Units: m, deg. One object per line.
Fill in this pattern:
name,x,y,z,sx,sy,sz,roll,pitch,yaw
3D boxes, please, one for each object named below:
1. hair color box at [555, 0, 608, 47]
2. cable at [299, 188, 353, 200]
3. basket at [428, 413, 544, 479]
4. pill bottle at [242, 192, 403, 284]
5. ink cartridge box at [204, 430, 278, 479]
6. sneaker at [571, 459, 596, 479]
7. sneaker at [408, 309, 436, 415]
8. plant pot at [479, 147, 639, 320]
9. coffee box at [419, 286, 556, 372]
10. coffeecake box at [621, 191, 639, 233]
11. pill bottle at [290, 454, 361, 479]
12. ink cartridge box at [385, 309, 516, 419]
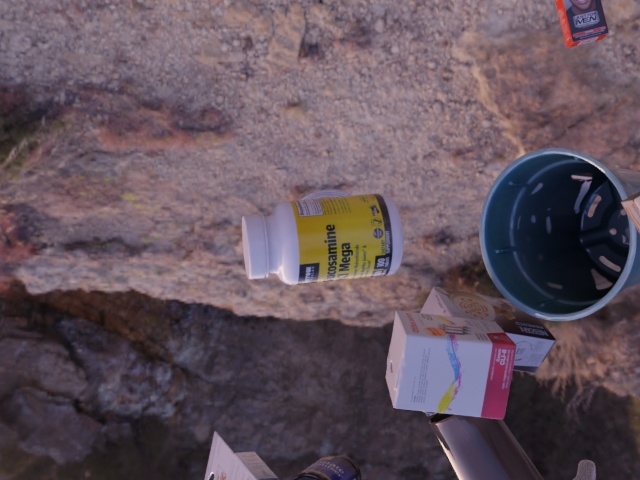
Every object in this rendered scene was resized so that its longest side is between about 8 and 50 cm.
hair color box,0.493,-0.448,1.334,0.072,0.141,0.043,-14,178,4
cable,0.026,-0.031,2.093,0.257,0.089,0.257,34,116,-15
basket,0.328,0.429,1.385,0.154,0.226,0.204,-32,172,11
pill bottle,0.000,0.000,1.546,0.334,0.187,0.188,-6,152,-10
ink cartridge box,-0.201,0.619,1.623,0.060,0.275,0.239,8,-171,-32
sneaker,0.584,0.556,1.554,0.051,0.070,0.134,6,-155,31
sneaker,0.269,0.299,1.773,0.098,0.275,0.135,7,152,-32
plant pot,0.577,-0.022,1.473,0.334,0.341,0.341,-5,156,-39
coffee box,0.352,0.191,1.490,0.247,0.141,0.098,12,118,-20
coffeecake box,0.517,-0.064,0.989,0.142,0.068,0.185,-30,172,17
pill bottle,0.014,0.547,1.541,0.123,0.122,0.219,-18,172,19
ink cartridge box,0.203,0.197,1.127,0.176,0.127,0.128,6,-169,-3
